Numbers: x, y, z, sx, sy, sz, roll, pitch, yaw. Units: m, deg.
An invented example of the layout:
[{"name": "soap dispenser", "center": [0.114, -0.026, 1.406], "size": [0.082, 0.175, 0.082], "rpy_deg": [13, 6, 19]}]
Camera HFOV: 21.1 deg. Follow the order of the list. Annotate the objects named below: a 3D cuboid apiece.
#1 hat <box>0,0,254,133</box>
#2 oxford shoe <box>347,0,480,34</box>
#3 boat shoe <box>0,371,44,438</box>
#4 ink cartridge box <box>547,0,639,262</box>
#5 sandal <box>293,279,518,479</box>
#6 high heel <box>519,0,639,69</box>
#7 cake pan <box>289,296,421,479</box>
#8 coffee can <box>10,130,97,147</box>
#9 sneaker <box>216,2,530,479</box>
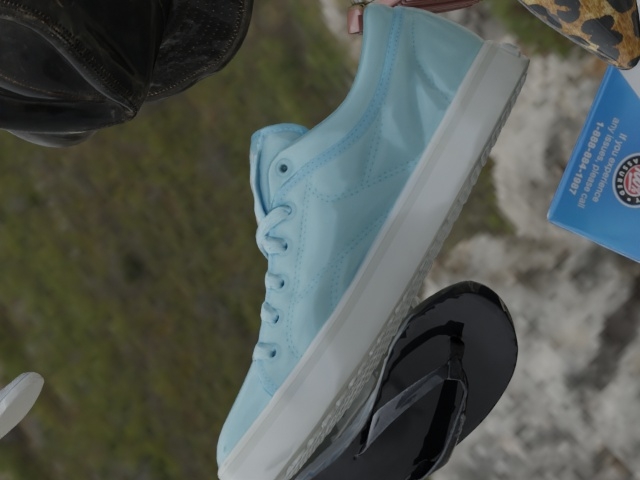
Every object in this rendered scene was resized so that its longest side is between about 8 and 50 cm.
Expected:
[{"name": "hat", "center": [-0.208, -0.162, 1.317], "size": [0.331, 0.331, 0.134], "rpy_deg": [73, -171, -51]}, {"name": "oxford shoe", "center": [0.090, -0.297, 1.817], "size": [0.348, 0.123, 0.130], "rpy_deg": [178, 84, -74]}, {"name": "boat shoe", "center": [-0.439, 0.232, 2.233], "size": [0.063, 0.184, 0.066], "rpy_deg": [40, 176, 19]}, {"name": "ink cartridge box", "center": [0.422, -0.078, 1.362], "size": [0.394, 0.166, 0.286], "rpy_deg": [25, 113, 12]}, {"name": "sandal", "center": [0.068, 0.146, 1.306], "size": [0.097, 0.254, 0.054], "rpy_deg": [29, -163, -16]}, {"name": "high heel", "center": [0.172, -0.230, 1.039], "size": [0.186, 0.093, 0.261], "rpy_deg": [-16, 109, 53]}, {"name": "cake pan", "center": [0.022, 0.183, 1.547], "size": [0.054, 0.293, 0.293], "rpy_deg": [34, 165, -10]}, {"name": "coffee can", "center": [-0.191, -0.240, 1.557], "size": [0.275, 0.201, 0.201], "rpy_deg": [-35, 96, 32]}, {"name": "sneaker", "center": [0.000, 0.000, 1.192], "size": [0.150, 0.366, 0.135], "rpy_deg": [28, 166, 8]}]
